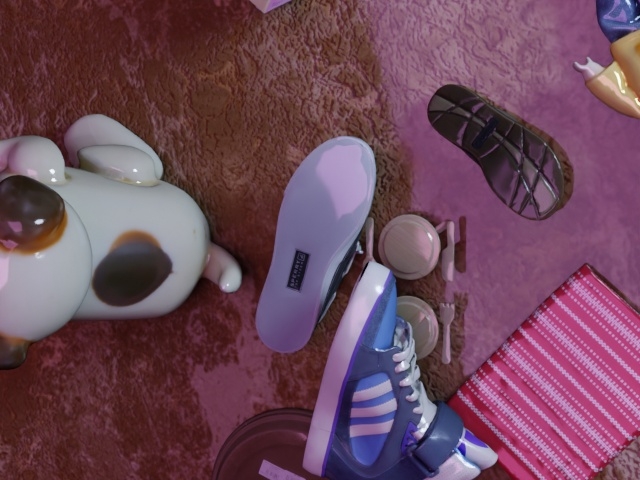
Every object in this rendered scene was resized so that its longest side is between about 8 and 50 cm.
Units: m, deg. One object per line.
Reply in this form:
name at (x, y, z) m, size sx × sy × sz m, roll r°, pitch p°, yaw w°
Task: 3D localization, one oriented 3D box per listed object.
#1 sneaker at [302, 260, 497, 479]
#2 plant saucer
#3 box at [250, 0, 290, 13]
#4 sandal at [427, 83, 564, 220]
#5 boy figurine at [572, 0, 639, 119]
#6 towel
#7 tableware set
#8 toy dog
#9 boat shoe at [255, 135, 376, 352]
sneaker at (0.121, 0.197, 1.252) m, size 0.236 × 0.130 × 0.322 m, roll 17°, pitch 114°, yaw 5°
plant saucer at (-0.036, 0.376, 1.405) m, size 0.278 × 0.041 × 0.277 m, roll 2°, pitch 97°, yaw 20°
box at (-0.070, -0.451, 1.223) m, size 0.213 × 0.117 × 0.243 m, roll 43°, pitch 138°, yaw 11°
sandal at (0.223, -0.113, 1.246) m, size 0.219 × 0.060 × 0.090 m, roll 43°, pitch 103°, yaw 25°
boy figurine at (0.387, -0.209, 1.155) m, size 0.177 × 0.092 × 0.285 m, roll -15°, pitch 88°, yaw 18°
towel at (0.312, 0.193, 1.262) m, size 0.199 × 0.031 × 0.275 m, roll 45°, pitch 107°, yaw 12°
tableware set at (0.121, 0.062, 1.311) m, size 0.128 × 0.039 × 0.194 m, roll 4°, pitch 95°, yaw 25°
toy dog at (-0.338, 0.026, 1.274) m, size 0.395 × 0.408 × 0.284 m, roll 32°, pitch 106°, yaw 14°
boat shoe at (0.004, 0.002, 1.311) m, size 0.113 × 0.105 × 0.306 m, roll 19°, pitch 109°, yaw 13°
